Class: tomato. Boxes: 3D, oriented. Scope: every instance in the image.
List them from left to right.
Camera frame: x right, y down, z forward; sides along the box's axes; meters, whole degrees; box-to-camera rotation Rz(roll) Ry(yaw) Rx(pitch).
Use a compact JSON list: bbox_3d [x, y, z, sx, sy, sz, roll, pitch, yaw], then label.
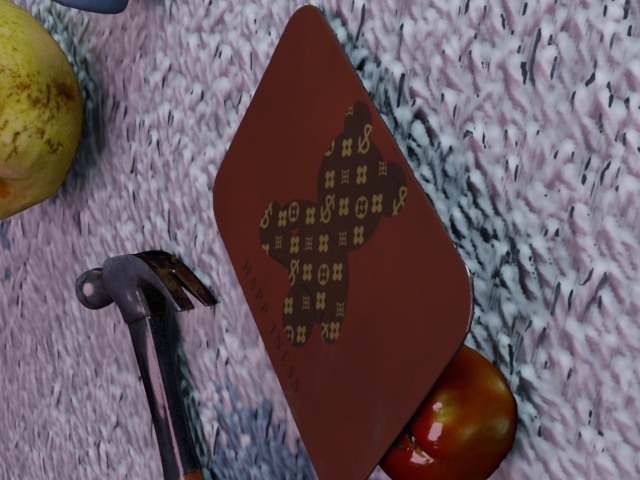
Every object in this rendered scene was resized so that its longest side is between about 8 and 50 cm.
[{"bbox_3d":[0.068,0.095,0.640,0.087,0.075,0.087,-10,78,55],"label":"tomato"}]

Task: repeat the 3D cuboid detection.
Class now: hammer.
[{"bbox_3d":[-0.103,0.147,0.858,0.137,0.037,0.289,-21,82,49],"label":"hammer"}]

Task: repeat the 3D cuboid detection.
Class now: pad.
[{"bbox_3d":[0.000,0.000,0.686,0.181,0.004,0.267,-61,40,35],"label":"pad"}]

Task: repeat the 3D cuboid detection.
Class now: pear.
[{"bbox_3d":[-0.266,-0.103,0.902,0.178,0.178,0.178,12,107,45],"label":"pear"}]

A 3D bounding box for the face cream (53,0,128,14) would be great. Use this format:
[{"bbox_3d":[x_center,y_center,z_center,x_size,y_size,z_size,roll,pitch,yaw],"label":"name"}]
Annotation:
[{"bbox_3d":[-0.115,-0.336,0.739,0.136,0.086,0.385,34,117,37],"label":"face cream"}]
